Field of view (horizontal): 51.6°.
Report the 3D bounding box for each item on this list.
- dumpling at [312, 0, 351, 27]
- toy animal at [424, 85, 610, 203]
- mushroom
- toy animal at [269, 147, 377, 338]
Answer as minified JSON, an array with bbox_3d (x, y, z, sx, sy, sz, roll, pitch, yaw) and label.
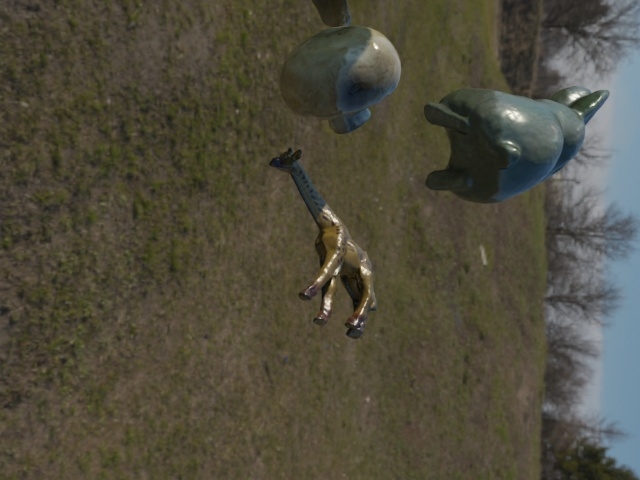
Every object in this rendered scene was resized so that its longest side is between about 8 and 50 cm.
[{"bbox_3d":[-0.025,-0.511,1.074,0.086,0.332,0.166,-34,171,-37],"label":"dumpling"},{"bbox_3d":[0.232,-0.111,0.722,0.251,0.127,0.125,-16,145,-32],"label":"toy animal"},{"bbox_3d":[0.026,-0.219,0.898,0.166,0.166,0.127,-67,152,-50],"label":"mushroom"},{"bbox_3d":[0.008,0.001,0.907,0.149,0.054,0.276,7,63,-39],"label":"toy animal"}]
